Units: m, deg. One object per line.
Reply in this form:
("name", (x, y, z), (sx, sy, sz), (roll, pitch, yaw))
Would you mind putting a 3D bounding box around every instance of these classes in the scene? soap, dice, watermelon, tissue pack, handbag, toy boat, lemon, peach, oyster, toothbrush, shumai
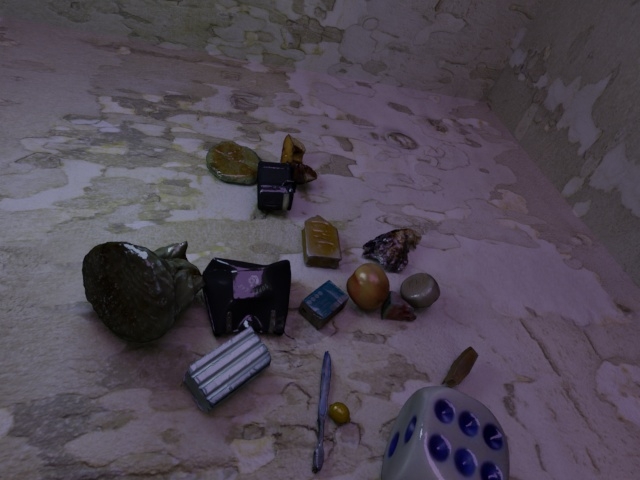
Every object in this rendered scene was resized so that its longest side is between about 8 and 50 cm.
("soap", (0.000, 0.000, 1.881), (0.160, 0.080, 0.258), (7, 46, -15))
("dice", (0.355, 0.643, 1.232), (0.276, 0.305, 0.304), (27, 45, 6))
("watermelon", (0.315, 0.284, 1.719), (0.158, 0.098, 0.121), (42, 48, 15))
("tissue pack", (0.013, 0.250, 1.642), (0.120, 0.082, 0.169), (39, 47, 19))
("handbag", (-0.207, -0.250, 1.978), (0.181, 0.181, 0.255), (1, 48, -10))
("handbag", (-0.264, 0.210, 1.545), (0.341, 0.152, 0.288), (2, 63, -18))
("toy boat", (0.536, 0.487, 1.618), (0.206, 0.072, 0.064), (-37, 83, -30))
("lemon", (0.063, 0.564, 1.372), (0.083, 0.062, 0.062), (37, 46, 7))
("peach", (0.196, 0.189, 1.706), (0.184, 0.184, 0.184), (11, 45, -11))
("oyster", (0.341, 0.032, 1.969), (0.274, 0.100, 0.271), (19, 59, -8))
("toothbrush", (0.007, 0.544, 1.390), (0.035, 0.042, 0.414), (22, 42, -13))
("soap", (-0.295, 0.413, 1.349), (0.261, 0.094, 0.150), (-29, 73, -37))
("shumai", (-0.548, 0.131, 1.388), (0.396, 0.325, 0.323), (-4, 12, 31))

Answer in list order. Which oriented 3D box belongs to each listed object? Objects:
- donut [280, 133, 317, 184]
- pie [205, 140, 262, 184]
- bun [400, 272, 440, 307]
("donut", (-0.118, -0.384, 2.177), (0.112, 0.151, 0.295), (0, 59, -39))
("pie", (-0.428, -0.384, 2.099), (0.305, 0.071, 0.307), (9, 48, -10))
("bun", (0.432, 0.224, 1.802), (0.166, 0.114, 0.173), (4, 39, 46))
